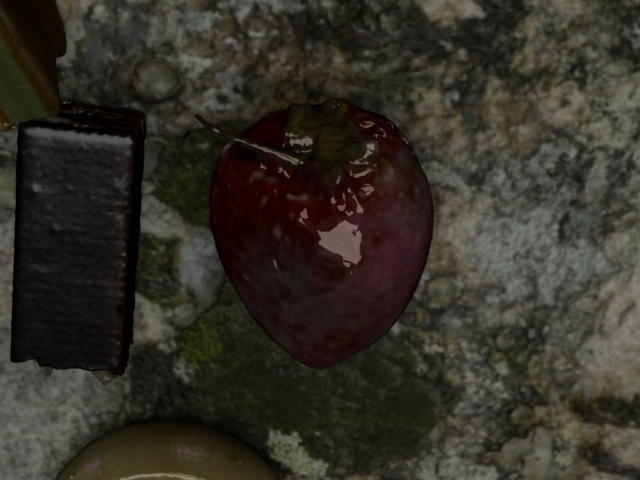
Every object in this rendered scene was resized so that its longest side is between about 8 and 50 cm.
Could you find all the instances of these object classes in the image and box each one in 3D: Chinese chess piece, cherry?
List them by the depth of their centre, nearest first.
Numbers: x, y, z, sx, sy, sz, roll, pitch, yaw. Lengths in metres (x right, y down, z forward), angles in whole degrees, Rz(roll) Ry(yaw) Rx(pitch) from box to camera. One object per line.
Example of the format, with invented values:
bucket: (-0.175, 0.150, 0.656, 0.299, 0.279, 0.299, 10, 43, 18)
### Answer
cherry: (0.000, 0.000, 1.605, 0.192, 0.175, 0.250, 4, 116, 10)
Chinese chess piece: (-0.142, 0.290, 1.779, 0.251, 0.097, 0.251, 0, 113, 1)

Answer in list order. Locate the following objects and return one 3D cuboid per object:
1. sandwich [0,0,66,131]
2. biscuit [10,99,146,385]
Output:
sandwich: (-0.301, -0.167, 1.507, 0.155, 0.227, 0.198, -13, 113, 8)
biscuit: (-0.212, 0.003, 1.667, 0.106, 0.070, 0.252, 5, 114, 0)
